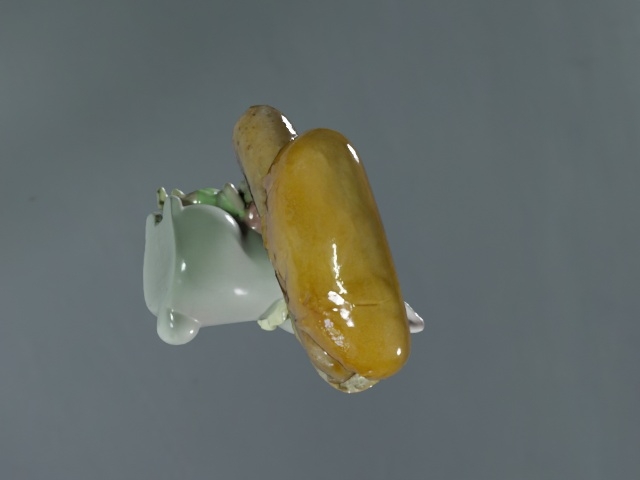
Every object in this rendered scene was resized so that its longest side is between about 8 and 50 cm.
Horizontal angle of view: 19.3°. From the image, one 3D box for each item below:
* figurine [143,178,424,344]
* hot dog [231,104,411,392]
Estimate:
[{"bbox_3d":[-0.016,0.007,1.009,0.146,0.081,0.098,2,95,-20],"label":"figurine"},{"bbox_3d":[0.000,0.000,0.850,0.090,0.060,0.140,101,-23,-81],"label":"hot dog"}]
